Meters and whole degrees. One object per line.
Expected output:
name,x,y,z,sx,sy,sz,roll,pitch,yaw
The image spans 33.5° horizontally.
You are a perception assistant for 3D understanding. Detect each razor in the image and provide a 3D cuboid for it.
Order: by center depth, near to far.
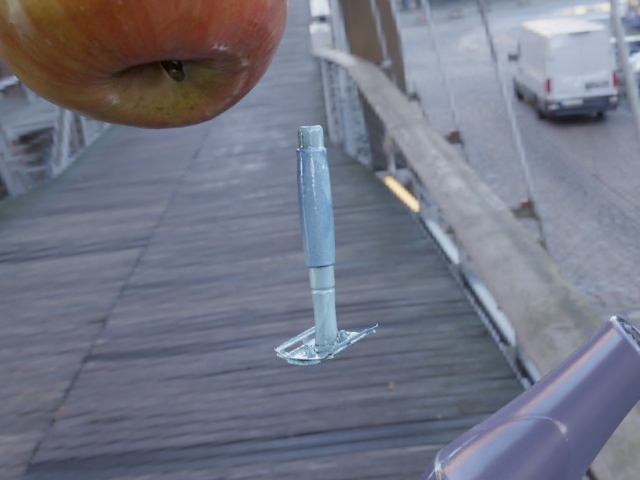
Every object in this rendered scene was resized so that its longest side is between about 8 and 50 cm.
razor,0.000,0.000,0.626,0.040,0.135,0.068,0,10,26

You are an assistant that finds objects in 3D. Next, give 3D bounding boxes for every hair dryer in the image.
hair dryer,0.226,0.182,1.057,0.121,0.301,0.361,43,18,12

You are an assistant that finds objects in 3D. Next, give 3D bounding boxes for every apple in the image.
apple,-0.107,-0.161,0.583,0.199,0.199,0.199,-7,16,2
